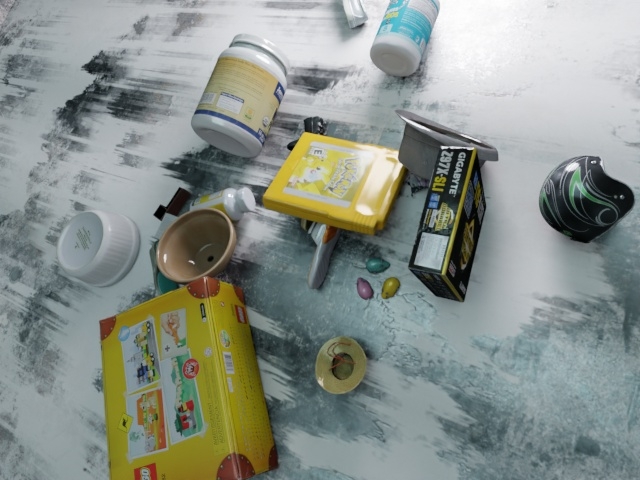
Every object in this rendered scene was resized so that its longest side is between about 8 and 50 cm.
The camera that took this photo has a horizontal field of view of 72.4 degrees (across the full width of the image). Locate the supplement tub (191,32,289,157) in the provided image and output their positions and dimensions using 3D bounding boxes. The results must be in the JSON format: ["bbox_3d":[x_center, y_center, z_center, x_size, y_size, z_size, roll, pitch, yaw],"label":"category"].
[{"bbox_3d":[-0.239,-0.443,1.355,0.229,0.228,0.316,17,82,26],"label":"supplement tub"}]

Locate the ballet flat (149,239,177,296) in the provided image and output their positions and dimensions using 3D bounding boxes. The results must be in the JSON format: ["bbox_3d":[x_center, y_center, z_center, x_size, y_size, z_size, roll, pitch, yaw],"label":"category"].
[{"bbox_3d":[-0.504,0.101,1.399,0.068,0.072,0.213,-37,59,39],"label":"ballet flat"}]

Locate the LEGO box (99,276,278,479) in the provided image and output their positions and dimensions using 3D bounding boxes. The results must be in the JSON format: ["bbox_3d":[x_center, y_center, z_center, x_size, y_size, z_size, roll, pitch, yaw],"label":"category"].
[{"bbox_3d":[-0.364,0.399,1.166,0.373,0.193,0.499,-22,66,15],"label":"LEGO box"}]

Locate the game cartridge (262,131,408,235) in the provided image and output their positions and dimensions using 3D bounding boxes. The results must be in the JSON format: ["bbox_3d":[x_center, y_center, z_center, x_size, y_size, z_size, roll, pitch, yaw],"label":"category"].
[{"bbox_3d":[0.049,-0.163,1.170,0.324,0.052,0.285,14,56,19],"label":"game cartridge"}]

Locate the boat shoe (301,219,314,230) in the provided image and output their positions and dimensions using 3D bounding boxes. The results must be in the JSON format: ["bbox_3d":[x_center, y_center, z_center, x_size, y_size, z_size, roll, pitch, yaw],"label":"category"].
[{"bbox_3d":[-0.034,-0.099,1.263,0.048,0.056,0.152,0,72,32],"label":"boat shoe"}]

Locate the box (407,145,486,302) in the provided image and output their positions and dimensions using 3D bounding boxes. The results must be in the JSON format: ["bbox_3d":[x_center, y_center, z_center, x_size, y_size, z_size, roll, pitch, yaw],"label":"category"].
[{"bbox_3d":[0.288,-0.019,0.952,0.080,0.322,0.257,10,77,26],"label":"box"}]

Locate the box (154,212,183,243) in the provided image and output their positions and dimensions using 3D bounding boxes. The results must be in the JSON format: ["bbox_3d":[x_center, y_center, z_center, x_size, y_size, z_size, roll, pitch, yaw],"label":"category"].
[{"bbox_3d":[-0.440,-0.022,1.380,0.102,0.101,0.087,20,82,27],"label":"box"}]

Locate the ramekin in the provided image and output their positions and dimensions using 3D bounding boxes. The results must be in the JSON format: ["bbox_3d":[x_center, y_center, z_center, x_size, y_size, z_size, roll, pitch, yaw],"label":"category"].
[{"bbox_3d":[-0.767,0.019,1.490,0.273,0.127,0.272,-7,72,21],"label":"ramekin"}]

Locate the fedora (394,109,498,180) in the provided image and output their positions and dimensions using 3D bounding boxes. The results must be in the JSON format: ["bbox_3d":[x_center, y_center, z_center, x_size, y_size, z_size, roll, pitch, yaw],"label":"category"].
[{"bbox_3d":[0.292,-0.218,1.092,0.276,0.243,0.124,24,114,9],"label":"fedora"}]

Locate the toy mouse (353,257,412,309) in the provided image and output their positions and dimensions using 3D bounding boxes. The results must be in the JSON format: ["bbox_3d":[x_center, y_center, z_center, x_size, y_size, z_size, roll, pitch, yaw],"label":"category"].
[{"bbox_3d":[0.134,0.097,1.143,0.143,0.031,0.161,41,92,27],"label":"toy mouse"}]

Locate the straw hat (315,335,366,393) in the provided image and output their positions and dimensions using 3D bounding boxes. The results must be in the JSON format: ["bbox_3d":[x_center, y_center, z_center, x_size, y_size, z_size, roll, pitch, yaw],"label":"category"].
[{"bbox_3d":[0.060,0.317,1.089,0.145,0.061,0.144,-14,52,18],"label":"straw hat"}]

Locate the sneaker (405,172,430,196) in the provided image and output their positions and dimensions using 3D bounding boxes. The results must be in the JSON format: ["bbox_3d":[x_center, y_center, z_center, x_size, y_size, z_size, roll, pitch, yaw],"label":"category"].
[{"bbox_3d":[0.268,-0.141,1.160,0.069,0.038,0.098,-51,53,3],"label":"sneaker"}]

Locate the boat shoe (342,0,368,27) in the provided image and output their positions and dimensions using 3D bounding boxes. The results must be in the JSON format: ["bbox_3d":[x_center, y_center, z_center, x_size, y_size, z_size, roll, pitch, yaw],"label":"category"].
[{"bbox_3d":[0.109,-0.789,1.409,0.081,0.079,0.227,-12,75,9],"label":"boat shoe"}]

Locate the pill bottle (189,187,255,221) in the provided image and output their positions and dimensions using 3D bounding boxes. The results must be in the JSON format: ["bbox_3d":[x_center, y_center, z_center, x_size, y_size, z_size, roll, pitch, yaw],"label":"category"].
[{"bbox_3d":[-0.298,-0.102,1.345,0.184,0.103,0.103,-14,69,18],"label":"pill bottle"}]

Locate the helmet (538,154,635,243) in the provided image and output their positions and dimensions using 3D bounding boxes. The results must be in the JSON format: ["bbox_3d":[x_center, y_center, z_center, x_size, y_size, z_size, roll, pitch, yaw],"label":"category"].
[{"bbox_3d":[0.563,-0.095,0.951,0.161,0.169,0.169,44,94,11],"label":"helmet"}]

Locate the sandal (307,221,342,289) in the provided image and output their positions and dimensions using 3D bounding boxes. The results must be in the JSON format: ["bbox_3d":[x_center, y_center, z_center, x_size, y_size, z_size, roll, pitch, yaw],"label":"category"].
[{"bbox_3d":[-0.004,-0.002,1.192,0.076,0.102,0.265,17,83,23],"label":"sandal"}]

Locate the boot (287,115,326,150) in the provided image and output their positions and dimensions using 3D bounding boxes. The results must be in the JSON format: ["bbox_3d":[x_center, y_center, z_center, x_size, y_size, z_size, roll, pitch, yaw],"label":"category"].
[{"bbox_3d":[-0.042,-0.327,1.340,0.121,0.045,0.099,-3,75,14],"label":"boot"}]

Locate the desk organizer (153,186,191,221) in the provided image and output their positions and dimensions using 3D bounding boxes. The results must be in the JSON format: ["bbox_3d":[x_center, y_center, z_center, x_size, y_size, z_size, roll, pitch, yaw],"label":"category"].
[{"bbox_3d":[-0.495,-0.120,1.462,0.047,0.050,0.130,33,88,27],"label":"desk organizer"}]

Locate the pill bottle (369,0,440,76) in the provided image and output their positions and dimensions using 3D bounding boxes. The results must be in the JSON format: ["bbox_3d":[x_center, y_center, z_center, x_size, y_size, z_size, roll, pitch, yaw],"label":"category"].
[{"bbox_3d":[0.250,-0.620,1.252,0.146,0.146,0.263,18,81,26],"label":"pill bottle"}]

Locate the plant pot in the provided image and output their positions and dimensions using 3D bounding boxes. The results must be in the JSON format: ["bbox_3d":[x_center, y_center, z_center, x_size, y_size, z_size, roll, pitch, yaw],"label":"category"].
[{"bbox_3d":[-0.342,0.032,1.267,0.238,0.109,0.237,-7,59,12],"label":"plant pot"}]
